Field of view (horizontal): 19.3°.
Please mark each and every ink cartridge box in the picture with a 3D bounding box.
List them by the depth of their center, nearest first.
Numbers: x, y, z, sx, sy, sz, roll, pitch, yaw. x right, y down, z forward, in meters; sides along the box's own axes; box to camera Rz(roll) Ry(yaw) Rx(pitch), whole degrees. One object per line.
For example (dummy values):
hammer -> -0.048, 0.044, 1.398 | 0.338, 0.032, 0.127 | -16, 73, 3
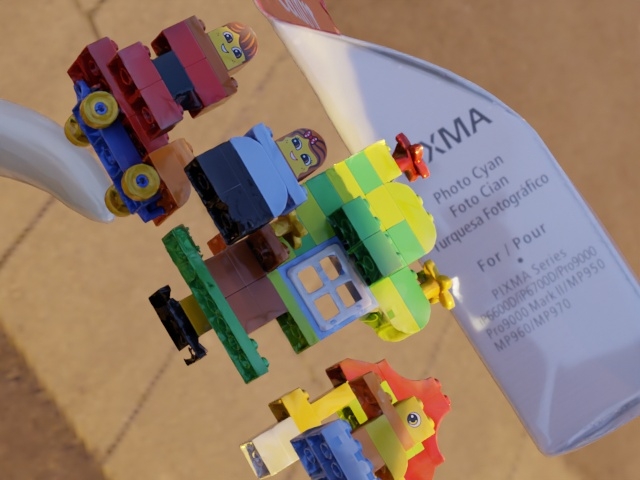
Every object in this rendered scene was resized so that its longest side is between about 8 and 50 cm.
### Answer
ink cartridge box -> 0.069, -0.072, 1.044 | 0.385, 0.091, 0.308 | 60, 8, 6

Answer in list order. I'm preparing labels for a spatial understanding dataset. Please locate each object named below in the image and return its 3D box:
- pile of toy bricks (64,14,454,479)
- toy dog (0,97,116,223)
pile of toy bricks -> 0.000, 0.000, 0.702 | 0.105, 0.118, 0.212 | -30, 89, -26
toy dog -> -0.241, 0.136, 0.866 | 0.395, 0.284, 0.408 | -16, 60, -28
